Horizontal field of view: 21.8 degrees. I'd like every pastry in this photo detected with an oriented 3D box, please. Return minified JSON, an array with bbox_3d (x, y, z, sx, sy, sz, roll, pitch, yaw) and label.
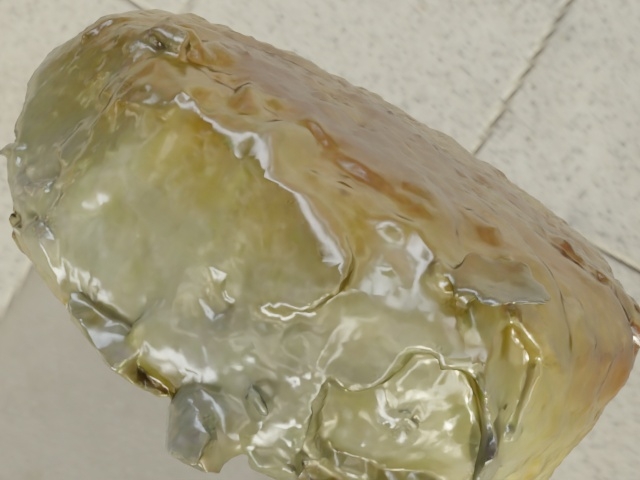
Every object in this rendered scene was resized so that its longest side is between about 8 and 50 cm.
[{"bbox_3d":[0.000,0.000,0.766,0.330,0.330,0.136,42,107,33],"label":"pastry"}]
